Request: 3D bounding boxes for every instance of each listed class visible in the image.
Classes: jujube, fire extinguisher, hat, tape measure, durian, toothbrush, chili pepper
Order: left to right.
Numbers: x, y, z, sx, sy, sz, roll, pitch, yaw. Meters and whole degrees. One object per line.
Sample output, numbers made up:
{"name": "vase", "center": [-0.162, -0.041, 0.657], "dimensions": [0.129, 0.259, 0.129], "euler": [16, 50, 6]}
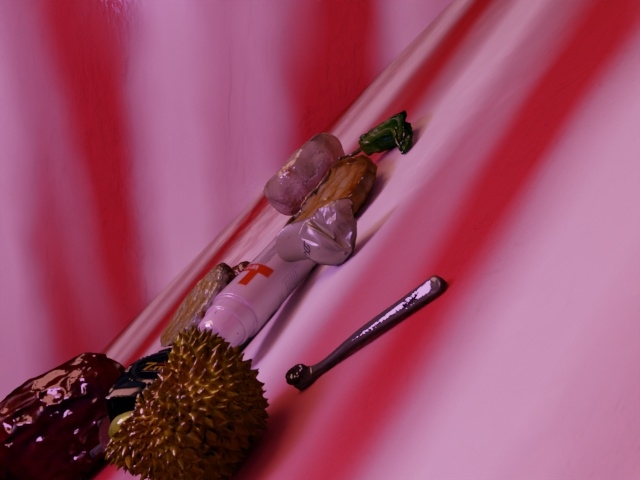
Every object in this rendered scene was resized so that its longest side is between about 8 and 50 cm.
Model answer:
{"name": "jujube", "center": [-0.566, 0.404, 2.073], "dimensions": [0.377, 0.258, 0.258], "euler": [-40, 11, 5]}
{"name": "fire extinguisher", "center": [-0.371, 0.370, 1.832], "dimensions": [0.269, 0.105, 0.104], "euler": [-30, 19, 54]}
{"name": "tape measure", "center": [-0.261, 0.266, 1.657], "dimensions": [0.199, 0.112, 0.186], "euler": [-3, 20, 13]}
{"name": "durian", "center": [-0.166, 0.238, 1.276], "dimensions": [0.200, 0.177, 0.237], "euler": [-56, -2, 36]}
{"name": "hat", "center": [-0.004, -0.002, 1.711], "dimensions": [0.166, 0.122, 0.081], "euler": [-14, 39, 18]}
{"name": "toothbrush", "center": [0.056, 0.125, 1.257], "dimensions": [0.297, 0.031, 0.030], "euler": [-38, 39, 33]}
{"name": "chili pepper", "center": [0.148, -0.229, 2.128], "dimensions": [0.122, 0.065, 0.279], "euler": [-46, 14, -20]}

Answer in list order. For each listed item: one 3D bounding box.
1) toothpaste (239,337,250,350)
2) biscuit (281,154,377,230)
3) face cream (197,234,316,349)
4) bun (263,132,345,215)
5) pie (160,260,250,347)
{"name": "toothpaste", "center": [-0.163, 0.191, 1.843], "dimensions": [0.248, 0.047, 0.078], "euler": [-51, 7, -12]}
{"name": "biscuit", "center": [-0.002, -0.049, 2.034], "dimensions": [0.335, 0.078, 0.329], "euler": [-46, 13, 3]}
{"name": "face cream", "center": [-0.114, 0.093, 1.758], "dimensions": [0.102, 0.102, 0.345], "euler": [-37, 6, 42]}
{"name": "bun", "center": [-0.027, -0.163, 2.373], "dimensions": [0.239, 0.141, 0.239], "euler": [-45, 4, 4]}
{"name": "pie", "center": [-0.278, 0.161, 2.225], "dimensions": [0.257, 0.105, 0.274], "euler": [-48, 9, -28]}
